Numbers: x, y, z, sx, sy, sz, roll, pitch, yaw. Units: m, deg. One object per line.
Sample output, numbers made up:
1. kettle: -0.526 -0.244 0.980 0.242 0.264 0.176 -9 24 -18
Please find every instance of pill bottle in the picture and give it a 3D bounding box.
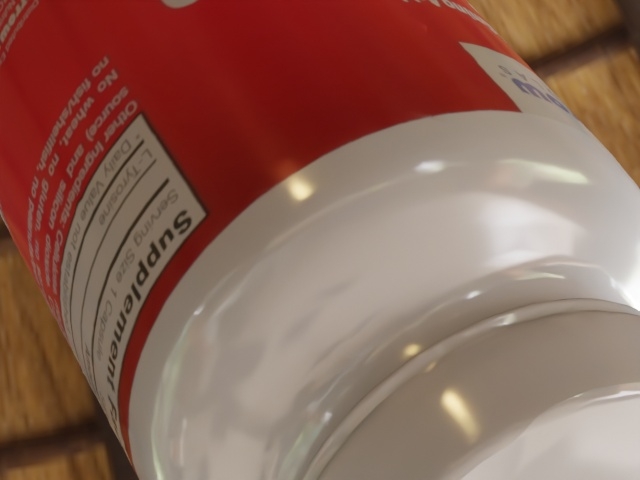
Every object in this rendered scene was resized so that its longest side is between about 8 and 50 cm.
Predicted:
1. pill bottle: 0.000 0.000 0.816 0.229 0.407 0.229 -17 -47 -19
